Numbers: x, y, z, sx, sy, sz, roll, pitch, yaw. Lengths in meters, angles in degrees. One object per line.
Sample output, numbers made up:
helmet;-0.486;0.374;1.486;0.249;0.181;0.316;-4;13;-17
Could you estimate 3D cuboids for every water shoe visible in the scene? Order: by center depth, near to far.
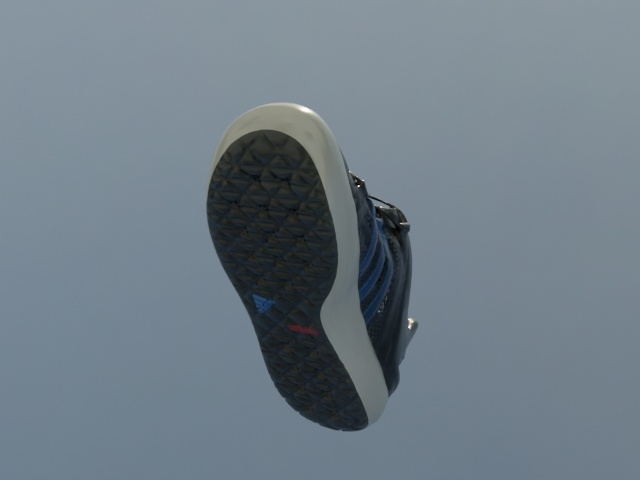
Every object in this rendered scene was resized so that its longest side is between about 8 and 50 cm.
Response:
water shoe;0.000;0.000;0.926;0.073;0.203;0.080;15;-129;22
